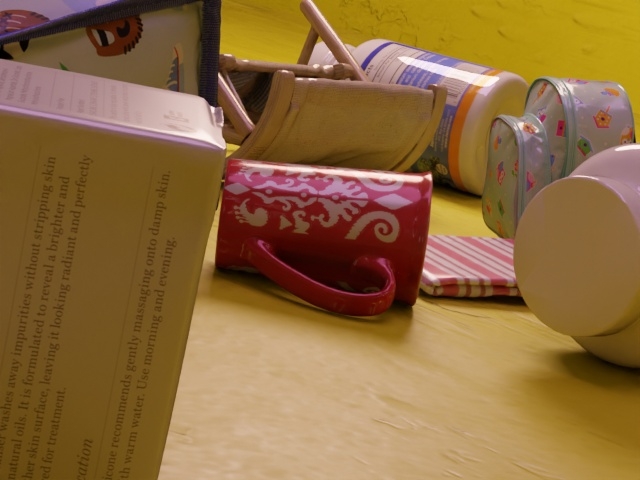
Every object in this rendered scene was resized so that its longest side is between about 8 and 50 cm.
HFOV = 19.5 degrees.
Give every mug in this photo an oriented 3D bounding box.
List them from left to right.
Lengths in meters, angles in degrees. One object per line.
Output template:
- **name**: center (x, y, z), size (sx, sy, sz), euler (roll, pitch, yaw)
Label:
- **mug**: center (0.001, -0.010, 1.526), size (0.169, 0.113, 0.150), euler (8, 9, -1)

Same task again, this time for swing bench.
- **swing bench**: center (-0.048, -0.150, 2.021), size (0.253, 0.165, 0.255), euler (1, 28, -45)

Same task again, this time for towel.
- **towel**: center (0.141, 0.027, 1.696), size (0.197, 0.029, 0.144), euler (2, 14, -29)

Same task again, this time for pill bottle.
- **pill bottle**: center (0.106, -0.157, 2.245), size (0.272, 0.152, 0.152), euler (18, 13, 32)
- **pill bottle**: center (0.306, 0.012, 1.536), size (0.323, 0.181, 0.181), euler (-1, 17, -46)

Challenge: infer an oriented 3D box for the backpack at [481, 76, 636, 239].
- **backpack**: center (0.242, -0.073, 1.870), size (0.144, 0.188, 0.166), euler (9, 12, -11)

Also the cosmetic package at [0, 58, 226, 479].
- **cosmetic package**: center (-0.255, 0.005, 0.925), size (0.385, 0.217, 0.156), euler (12, 11, -8)

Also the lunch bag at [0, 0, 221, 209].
- **lunch bag**: center (-0.320, -0.118, 1.451), size (0.385, 0.239, 0.328), euler (-19, 29, -38)
